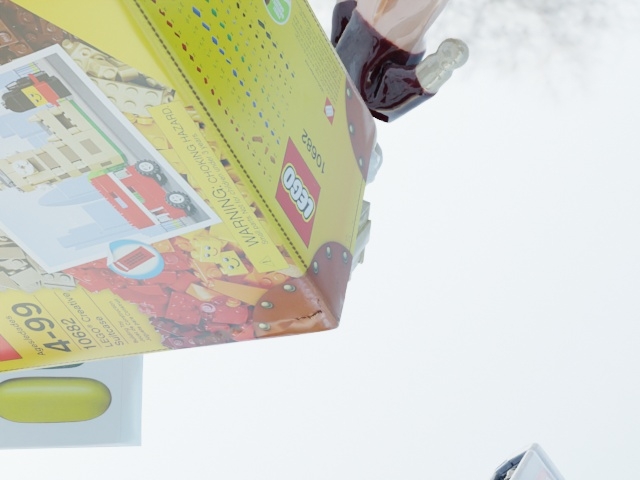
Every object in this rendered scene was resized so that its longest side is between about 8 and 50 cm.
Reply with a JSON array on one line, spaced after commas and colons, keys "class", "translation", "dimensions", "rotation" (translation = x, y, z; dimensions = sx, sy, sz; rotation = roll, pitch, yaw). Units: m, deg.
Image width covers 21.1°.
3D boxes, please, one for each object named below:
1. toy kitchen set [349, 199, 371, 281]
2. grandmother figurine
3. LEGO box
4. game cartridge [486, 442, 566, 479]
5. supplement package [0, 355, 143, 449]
[{"class": "toy kitchen set", "translation": [0.000, 0.000, 1.672], "dimensions": [0.068, 0.075, 0.083], "rotation": [-52, 158, -41]}, {"class": "grandmother figurine", "translation": [0.058, -0.191, 1.533], "dimensions": [0.342, 0.104, 0.208], "rotation": [-66, -155, 22]}, {"class": "LEGO box", "translation": [-0.234, -0.140, 1.089], "dimensions": [0.372, 0.500, 0.193], "rotation": [-9, -132, 23]}, {"class": "game cartridge", "translation": [0.193, 0.265, 1.328], "dimensions": [0.060, 0.196, 0.294], "rotation": [-33, 176, 12]}, {"class": "supplement package", "translation": [-0.337, 0.113, 1.886], "dimensions": [0.198, 0.263, 0.199], "rotation": [-155, -113, -74]}]
